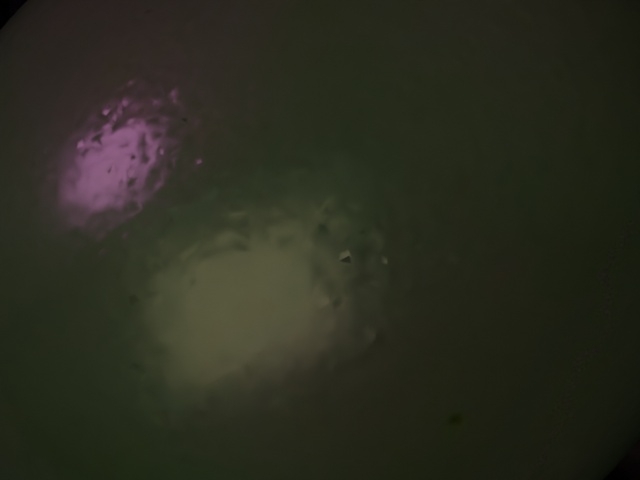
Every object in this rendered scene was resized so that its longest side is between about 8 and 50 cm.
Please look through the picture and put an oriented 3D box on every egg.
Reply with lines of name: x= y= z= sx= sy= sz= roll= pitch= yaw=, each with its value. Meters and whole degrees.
egg: x=0.000 y=0.000 z=0.529 sx=0.269 sy=0.220 sz=0.220 roll=-28 pitch=98 yaw=24

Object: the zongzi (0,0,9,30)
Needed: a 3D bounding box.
zongzi: x=-0.207 y=-0.149 z=0.492 sx=0.123 sy=0.289 sz=0.260 roll=-10 pitch=88 yaw=23
